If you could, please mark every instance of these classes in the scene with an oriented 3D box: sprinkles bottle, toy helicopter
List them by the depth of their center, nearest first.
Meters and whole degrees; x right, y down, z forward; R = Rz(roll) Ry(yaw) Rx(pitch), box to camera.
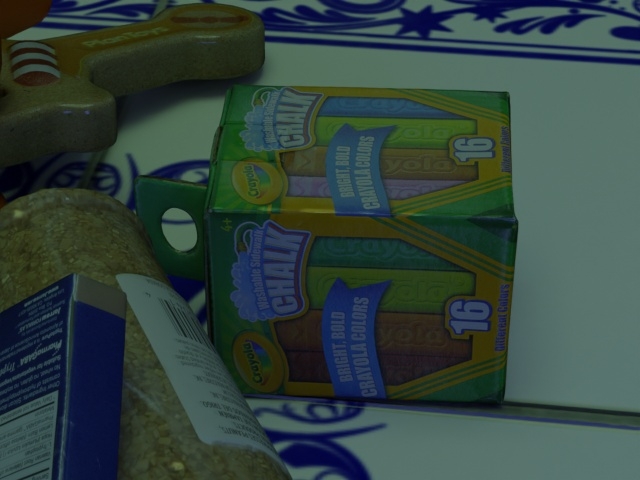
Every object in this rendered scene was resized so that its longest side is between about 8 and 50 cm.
[{"bbox_3d":[-0.080,0.114,0.807,0.121,0.121,0.355,-15,39,-18],"label":"sprinkles bottle"},{"bbox_3d":[-0.194,-0.113,1.139,0.355,0.140,0.235,-18,30,-38],"label":"toy helicopter"}]

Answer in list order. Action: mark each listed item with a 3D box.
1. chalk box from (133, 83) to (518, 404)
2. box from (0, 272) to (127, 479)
[{"bbox_3d":[0.000,0.000,0.949,0.213,0.132,0.132,1,37,3],"label":"chalk box"},{"bbox_3d":[-0.144,0.140,0.736,0.136,0.036,0.225,-26,51,38],"label":"box"}]
